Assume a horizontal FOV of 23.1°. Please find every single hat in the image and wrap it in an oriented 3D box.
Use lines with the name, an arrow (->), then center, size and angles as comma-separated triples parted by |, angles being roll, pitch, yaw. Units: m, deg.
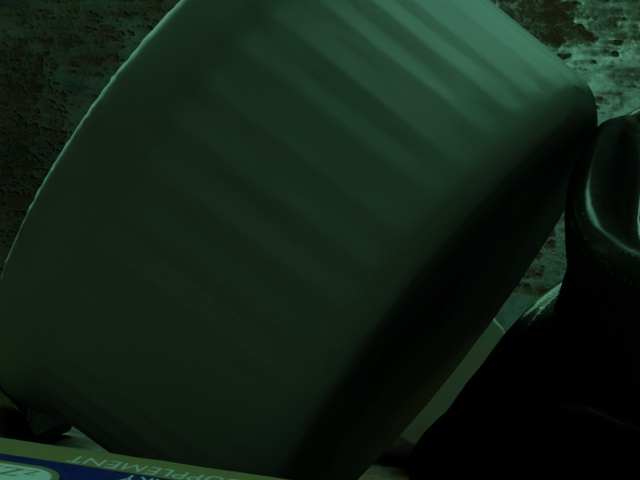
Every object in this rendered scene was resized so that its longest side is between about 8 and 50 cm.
hat -> 0.162, 0.018, 0.624 | 0.331, 0.134, 0.331 | -20, 20, 8

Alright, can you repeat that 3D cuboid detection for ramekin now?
ramekin -> 0.000, 0.000, 0.690 | 0.135, 0.277, 0.277 | 37, 9, 15

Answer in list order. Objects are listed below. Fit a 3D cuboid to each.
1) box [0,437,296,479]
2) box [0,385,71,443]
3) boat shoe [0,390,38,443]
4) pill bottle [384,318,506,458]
box -> -0.068, 0.088, 0.257 | 0.136, 0.037, 0.225 | 6, 15, 13
box -> -0.234, 0.068, 0.901 | 0.156, 0.093, 0.158 | 5, 1, 5
boat shoe -> -0.219, 0.067, 0.710 | 0.104, 0.089, 0.285 | 46, -12, -37
pill bottle -> 0.052, 0.079, 1.038 | 0.121, 0.121, 0.216 | 5, 0, -14
